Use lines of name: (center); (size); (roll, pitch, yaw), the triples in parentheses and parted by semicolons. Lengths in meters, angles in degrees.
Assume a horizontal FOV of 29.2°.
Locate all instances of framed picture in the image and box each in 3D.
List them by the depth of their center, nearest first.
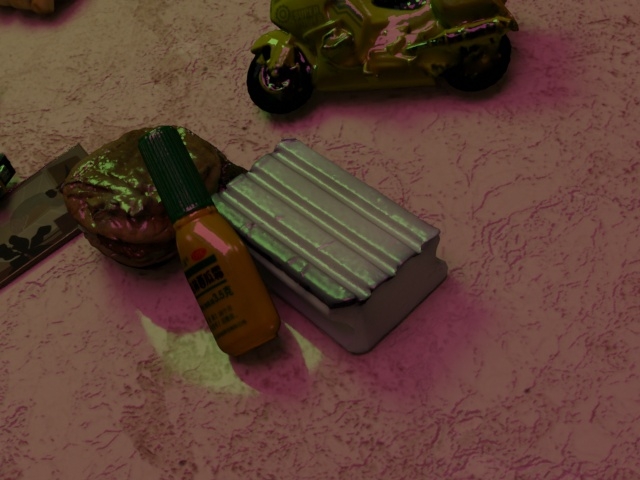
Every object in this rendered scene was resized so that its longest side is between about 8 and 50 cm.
framed picture: (-0.361, -0.032, 1.565); (0.201, 0.010, 0.136); (-36, 51, -10)

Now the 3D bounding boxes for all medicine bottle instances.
medicine bottle: (-0.125, -0.002, 1.337); (0.064, 0.095, 0.260); (-21, 84, -41)

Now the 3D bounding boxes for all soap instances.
soap: (0.000, 0.000, 1.369); (0.150, 0.094, 0.261); (-39, 50, -18)

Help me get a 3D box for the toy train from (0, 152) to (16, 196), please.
toy train: (-0.454, -0.075, 1.601); (0.122, 0.050, 0.081); (1, 44, 28)

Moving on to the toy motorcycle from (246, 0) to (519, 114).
toy motorcycle: (0.070, -0.269, 1.517); (0.342, 0.142, 0.206); (-4, 91, 16)

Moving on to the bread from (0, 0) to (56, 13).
bread: (-0.491, -0.440, 1.848); (0.311, 0.121, 0.173); (14, 63, 24)

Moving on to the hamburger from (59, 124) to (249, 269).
hamburger: (-0.201, -0.051, 1.468); (0.183, 0.130, 0.206); (30, 50, 32)
